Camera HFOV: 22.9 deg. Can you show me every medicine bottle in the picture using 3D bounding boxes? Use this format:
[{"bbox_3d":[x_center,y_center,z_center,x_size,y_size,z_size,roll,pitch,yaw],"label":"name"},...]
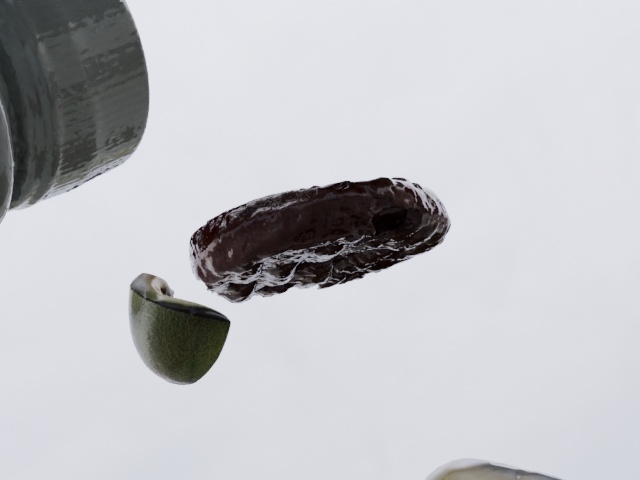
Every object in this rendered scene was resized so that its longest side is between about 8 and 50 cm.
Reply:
[{"bbox_3d":[-0.312,-0.072,1.029,0.371,0.211,0.211,-28,-25,-36],"label":"medicine bottle"}]

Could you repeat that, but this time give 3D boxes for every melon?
[{"bbox_3d":[-0.183,0.111,1.854,0.079,0.160,0.128,-3,-74,-41],"label":"melon"}]

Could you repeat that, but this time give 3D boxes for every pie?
[{"bbox_3d":[0.000,0.000,0.885,0.154,0.036,0.154,-13,-13,-3],"label":"pie"}]

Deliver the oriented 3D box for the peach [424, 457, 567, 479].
[{"bbox_3d":[0.162,0.353,1.295,0.242,0.380,0.306,42,-44,-22],"label":"peach"}]
